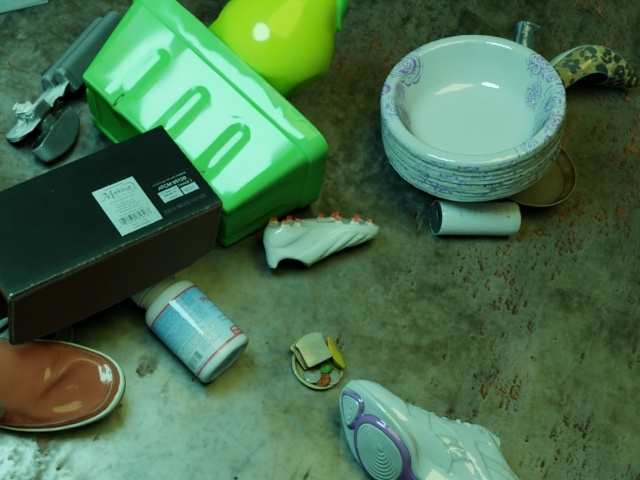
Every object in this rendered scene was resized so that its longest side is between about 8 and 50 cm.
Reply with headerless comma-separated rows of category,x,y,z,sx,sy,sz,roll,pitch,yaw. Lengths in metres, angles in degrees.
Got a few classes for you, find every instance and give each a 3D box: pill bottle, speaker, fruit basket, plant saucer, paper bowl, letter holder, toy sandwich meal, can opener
pill bottle,-0.182,0.111,1.603,0.160,0.087,0.087,44,58,10
speaker,0.242,-0.035,1.836,0.136,0.055,0.055,0,61,-17
fruit basket,-0.112,-0.233,1.704,0.392,0.283,0.391,2,71,-5
plant saucer,0.335,-0.115,1.917,0.169,0.029,0.168,7,53,-10
paper bowl,0.236,-0.177,1.834,0.284,0.148,0.284,-2,52,2
letter holder,-0.303,0.019,1.533,0.302,0.214,0.152,-26,64,-28
toy sandwich meal,-0.002,0.169,1.658,0.086,0.029,0.085,8,59,-13
can opener,-0.375,-0.234,1.765,0.093,0.074,0.280,47,53,-29

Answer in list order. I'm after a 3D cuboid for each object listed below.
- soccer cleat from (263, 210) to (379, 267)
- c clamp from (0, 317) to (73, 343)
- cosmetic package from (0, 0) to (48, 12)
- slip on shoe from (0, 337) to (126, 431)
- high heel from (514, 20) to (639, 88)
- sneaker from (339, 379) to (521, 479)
soccer cleat,0.000,0.000,1.744,0.196,0.068,0.076,-4,104,-33
c clamp,-0.418,0.128,1.560,0.161,0.022,0.137,-35,75,-30
cosmetic package,-0.535,-0.389,1.779,0.239,0.099,0.060,-19,65,-26
slip on shoe,-0.412,0.169,1.478,0.332,0.101,0.123,11,72,-11
high heel,0.431,-0.251,2.019,0.261,0.093,0.186,17,75,-17
sneaker,0.156,0.291,1.606,0.305,0.114,0.152,42,44,4
